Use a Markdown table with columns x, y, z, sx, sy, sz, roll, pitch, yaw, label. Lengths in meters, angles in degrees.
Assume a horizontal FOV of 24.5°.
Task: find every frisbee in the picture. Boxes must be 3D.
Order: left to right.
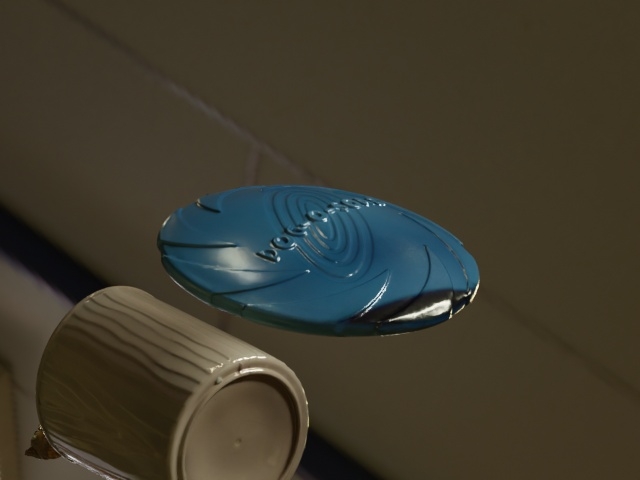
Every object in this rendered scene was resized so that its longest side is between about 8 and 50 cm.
| x | y | z | sx | sy | sz | roll | pitch | yaw | label |
| --- | --- | --- | --- | --- | --- | --- | --- | --- | --- |
| 0.000 | 0.000 | 1.091 | 0.242 | 0.242 | 0.045 | 23 | -61 | 32 | frisbee |

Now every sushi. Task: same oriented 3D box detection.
| x | y | z | sx | sy | sz | roll | pitch | yaw | label |
| --- | --- | --- | --- | --- | --- | --- | --- | --- | --- |
| -0.396 | 0.284 | 2.210 | 0.060 | 0.118 | 0.061 | 39 | -21 | 34 | sushi |

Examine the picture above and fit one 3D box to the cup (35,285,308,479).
| x | y | z | sx | sy | sz | roll | pitch | yaw | label |
| --- | --- | --- | --- | --- | --- | --- | --- | --- | --- |
| -0.182 | 0.220 | 1.681 | 0.273 | 0.288 | 0.208 | 17 | -1 | 45 | cup |
